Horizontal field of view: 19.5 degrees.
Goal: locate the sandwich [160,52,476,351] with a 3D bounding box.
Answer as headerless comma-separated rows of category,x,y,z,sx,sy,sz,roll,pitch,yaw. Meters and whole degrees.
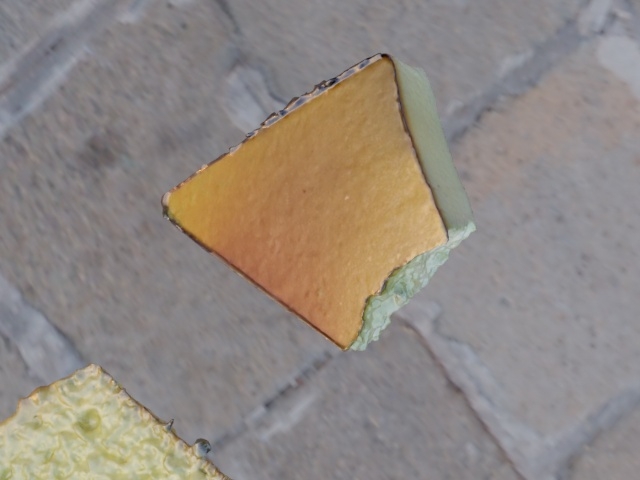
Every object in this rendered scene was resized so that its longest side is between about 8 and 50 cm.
sandwich,0.000,0.000,1.136,0.193,0.162,0.058,-30,152,29

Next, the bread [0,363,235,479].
bread,-0.118,0.256,1.432,0.194,0.340,0.179,-48,153,-6
